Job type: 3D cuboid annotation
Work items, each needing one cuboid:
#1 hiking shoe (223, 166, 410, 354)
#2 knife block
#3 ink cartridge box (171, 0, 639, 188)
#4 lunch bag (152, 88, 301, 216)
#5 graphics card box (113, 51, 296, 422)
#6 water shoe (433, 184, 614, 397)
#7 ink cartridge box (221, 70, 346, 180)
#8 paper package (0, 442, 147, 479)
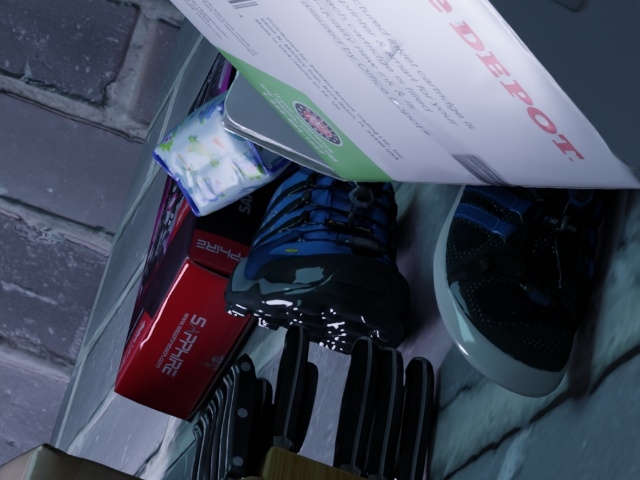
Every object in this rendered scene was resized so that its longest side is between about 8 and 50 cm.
[{"bbox_3d":[0.000,0.000,1.242,0.304,0.113,0.132,-167,96,-79],"label":"hiking shoe"},{"bbox_3d":[0.012,0.185,1.000,0.275,0.242,0.088,54,143,19],"label":"knife block"},{"bbox_3d":[0.042,-0.134,0.836,0.121,0.211,0.289,-49,21,-15],"label":"ink cartridge box"},{"bbox_3d":[-0.052,-0.101,1.654,0.129,0.096,0.151,-27,12,49],"label":"lunch bag"},{"bbox_3d":[-0.098,-0.036,1.839,0.233,0.094,0.371,122,165,-47],"label":"graphics card box"},{"bbox_3d":[0.104,-0.020,0.885,0.080,0.073,0.203,-52,21,43],"label":"water shoe"},{"bbox_3d":[0.035,-0.135,1.179,0.160,0.093,0.219,-67,-10,16],"label":"ink cartridge box"},{"bbox_3d":[-0.255,0.366,1.697,0.309,0.168,0.324,145,144,-72],"label":"paper package"}]
